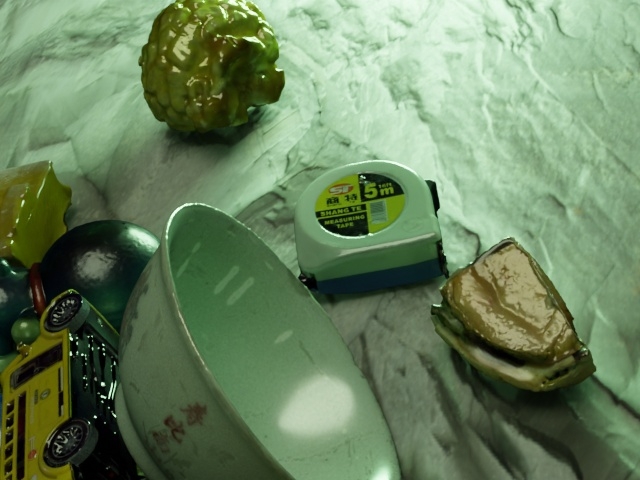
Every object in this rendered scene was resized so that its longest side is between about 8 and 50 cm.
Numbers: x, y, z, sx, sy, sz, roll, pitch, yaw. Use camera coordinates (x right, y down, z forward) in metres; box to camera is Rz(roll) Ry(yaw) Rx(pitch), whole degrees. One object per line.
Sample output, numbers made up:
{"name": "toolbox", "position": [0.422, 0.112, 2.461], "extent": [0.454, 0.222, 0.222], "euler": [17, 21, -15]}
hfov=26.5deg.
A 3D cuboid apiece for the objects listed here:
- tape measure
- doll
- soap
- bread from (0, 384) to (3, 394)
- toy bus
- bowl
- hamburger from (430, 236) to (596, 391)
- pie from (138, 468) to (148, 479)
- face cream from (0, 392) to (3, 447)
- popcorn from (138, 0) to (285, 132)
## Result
{"name": "tape measure", "position": [0.000, 0.000, 1.915], "extent": [0.351, 0.098, 0.215], "euler": [-9, 43, 4]}
{"name": "doll", "position": [-0.330, 0.077, 1.860], "extent": [0.321, 0.186, 0.198], "euler": [-13, 26, -12]}
{"name": "soap", "position": [-0.541, -0.003, 2.078], "extent": [0.281, 0.143, 0.259], "euler": [-11, 38, 14]}
{"name": "bread", "position": [-0.539, 0.194, 1.916], "extent": [0.226, 0.049, 0.088], "euler": [17, 50, 32]}
{"name": "toy bus", "position": [-0.298, 0.215, 1.612], "extent": [0.151, 0.145, 0.331], "euler": [-31, 37, 12]}
{"name": "bowl", "position": [-0.108, 0.187, 1.578], "extent": [0.196, 0.435, 0.435], "euler": [-35, 38, 17]}
{"name": "hamburger", "position": [0.249, 0.122, 1.703], "extent": [0.155, 0.135, 0.208], "euler": [-38, 57, -1]}
{"name": "pie", "position": [-0.282, 0.373, 1.603], "extent": [0.308, 0.085, 0.308], "euler": [-9, 40, 8]}
{"name": "face cream", "position": [-0.323, 0.228, 1.777], "extent": [0.263, 0.083, 0.149], "euler": [-18, 49, -2]}
{"name": "popcorn", "position": [-0.176, -0.276, 2.216], "extent": [0.236, 0.206, 0.252], "euler": [-11, 51, -15]}
